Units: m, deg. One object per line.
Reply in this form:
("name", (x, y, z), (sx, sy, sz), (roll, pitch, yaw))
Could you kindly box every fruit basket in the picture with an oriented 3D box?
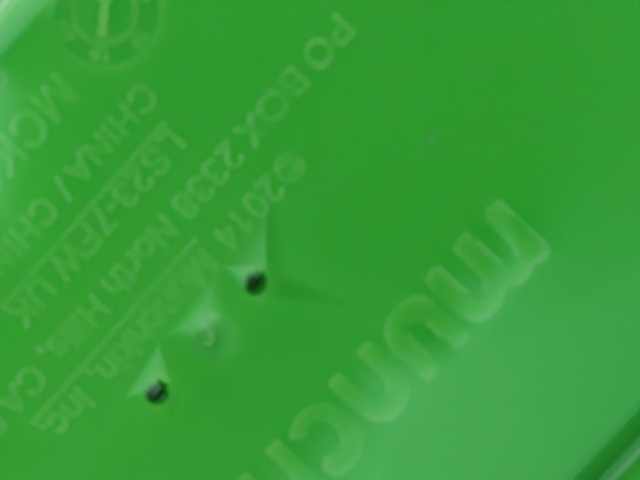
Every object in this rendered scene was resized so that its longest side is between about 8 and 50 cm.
("fruit basket", (0.000, 0.000, 0.510), (0.283, 0.392, 0.392), (43, 48, 7))
